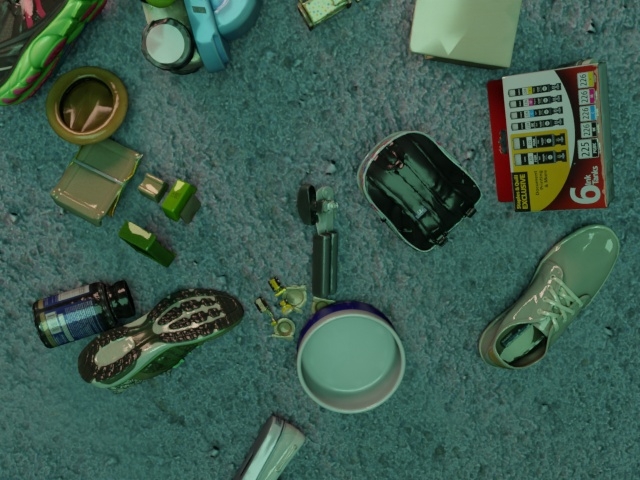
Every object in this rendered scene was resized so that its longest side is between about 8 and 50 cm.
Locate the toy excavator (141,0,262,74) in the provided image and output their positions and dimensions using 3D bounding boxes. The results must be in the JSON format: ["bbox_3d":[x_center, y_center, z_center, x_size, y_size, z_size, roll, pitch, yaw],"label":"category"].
[{"bbox_3d":[-0.191,-0.603,1.495,0.445,0.222,0.432,-14,99,0],"label":"toy excavator"}]

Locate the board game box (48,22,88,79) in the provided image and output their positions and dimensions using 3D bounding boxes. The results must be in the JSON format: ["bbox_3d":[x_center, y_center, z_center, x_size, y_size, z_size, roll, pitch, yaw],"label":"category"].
[{"bbox_3d":[-0.639,-0.504,1.595,0.160,0.047,0.210,36,98,-8],"label":"board game box"}]

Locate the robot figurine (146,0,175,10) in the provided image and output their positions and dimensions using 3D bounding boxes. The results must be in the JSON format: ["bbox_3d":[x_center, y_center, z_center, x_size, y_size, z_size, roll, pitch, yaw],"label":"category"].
[{"bbox_3d":[-0.318,-0.512,1.359,0.101,0.067,0.115,-6,99,-13],"label":"robot figurine"}]

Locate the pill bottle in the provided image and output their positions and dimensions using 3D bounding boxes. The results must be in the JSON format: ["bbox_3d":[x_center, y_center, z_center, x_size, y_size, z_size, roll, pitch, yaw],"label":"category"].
[{"bbox_3d":[-0.570,0.172,1.679,0.219,0.123,0.122,-17,101,-10],"label":"pill bottle"}]

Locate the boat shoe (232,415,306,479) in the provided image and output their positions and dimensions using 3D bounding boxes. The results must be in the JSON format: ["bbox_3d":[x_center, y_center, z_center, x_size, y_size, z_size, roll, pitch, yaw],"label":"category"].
[{"bbox_3d":[-0.145,0.643,1.787,0.156,0.136,0.367,29,90,-9],"label":"boat shoe"}]

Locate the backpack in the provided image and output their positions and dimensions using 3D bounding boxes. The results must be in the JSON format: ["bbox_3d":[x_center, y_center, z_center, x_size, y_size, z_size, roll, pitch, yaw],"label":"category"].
[{"bbox_3d":[0.214,-0.129,1.600,0.253,0.191,0.225,43,95,-15],"label":"backpack"}]

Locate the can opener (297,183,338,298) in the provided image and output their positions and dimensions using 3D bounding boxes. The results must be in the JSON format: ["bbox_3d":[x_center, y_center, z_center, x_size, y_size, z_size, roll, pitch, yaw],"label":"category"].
[{"bbox_3d":[0.000,0.000,1.695,0.093,0.074,0.280,3,101,34],"label":"can opener"}]

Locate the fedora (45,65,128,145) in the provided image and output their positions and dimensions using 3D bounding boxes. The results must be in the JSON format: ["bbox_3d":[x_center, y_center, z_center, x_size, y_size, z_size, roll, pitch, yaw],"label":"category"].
[{"bbox_3d":[-0.537,-0.305,1.608,0.194,0.079,0.194,1,79,-6],"label":"fedora"}]

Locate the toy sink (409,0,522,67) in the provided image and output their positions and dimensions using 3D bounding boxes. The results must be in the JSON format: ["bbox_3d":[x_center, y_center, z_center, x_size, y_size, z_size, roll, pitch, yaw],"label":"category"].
[{"bbox_3d":[0.311,-0.481,1.565,0.234,0.131,0.152,6,101,-6],"label":"toy sink"}]

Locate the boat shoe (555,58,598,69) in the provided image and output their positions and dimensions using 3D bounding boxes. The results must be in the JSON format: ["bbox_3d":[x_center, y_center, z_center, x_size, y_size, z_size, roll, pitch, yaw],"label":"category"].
[{"bbox_3d":[0.610,-0.267,1.642,0.099,0.116,0.319,8,114,42],"label":"boat shoe"}]

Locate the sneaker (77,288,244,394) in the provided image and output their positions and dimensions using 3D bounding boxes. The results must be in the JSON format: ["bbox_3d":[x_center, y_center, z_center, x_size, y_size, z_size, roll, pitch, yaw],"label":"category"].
[{"bbox_3d":[-0.380,0.258,1.718,0.410,0.182,0.158,-23,56,-10],"label":"sneaker"}]

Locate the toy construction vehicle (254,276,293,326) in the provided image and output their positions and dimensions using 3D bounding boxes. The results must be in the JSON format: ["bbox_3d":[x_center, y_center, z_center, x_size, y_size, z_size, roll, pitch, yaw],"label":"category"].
[{"bbox_3d":[-0.114,0.153,1.727,0.086,0.035,0.098,-38,78,8],"label":"toy construction vehicle"}]

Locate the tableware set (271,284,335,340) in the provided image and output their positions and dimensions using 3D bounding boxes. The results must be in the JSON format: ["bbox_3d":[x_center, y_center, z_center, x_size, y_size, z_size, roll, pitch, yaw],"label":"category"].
[{"bbox_3d":[-0.041,0.196,1.748,0.141,0.020,0.168,14,101,-3],"label":"tableware set"}]

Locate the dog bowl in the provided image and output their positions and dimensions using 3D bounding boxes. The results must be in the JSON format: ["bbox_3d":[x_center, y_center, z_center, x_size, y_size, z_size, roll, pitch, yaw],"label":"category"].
[{"bbox_3d":[0.072,0.288,1.713,0.265,0.104,0.264,-1,104,-3],"label":"dog bowl"}]

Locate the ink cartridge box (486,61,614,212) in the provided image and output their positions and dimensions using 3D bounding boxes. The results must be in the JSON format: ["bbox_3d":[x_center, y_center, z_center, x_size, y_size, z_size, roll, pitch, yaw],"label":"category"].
[{"bbox_3d":[0.504,-0.225,1.561,0.272,0.130,0.309,-2,102,31],"label":"ink cartridge box"}]

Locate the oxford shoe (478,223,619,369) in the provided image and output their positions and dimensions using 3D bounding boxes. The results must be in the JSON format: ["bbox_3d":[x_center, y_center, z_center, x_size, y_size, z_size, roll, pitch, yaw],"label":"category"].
[{"bbox_3d":[0.570,0.152,1.690,0.169,0.130,0.449,41,97,-6],"label":"oxford shoe"}]

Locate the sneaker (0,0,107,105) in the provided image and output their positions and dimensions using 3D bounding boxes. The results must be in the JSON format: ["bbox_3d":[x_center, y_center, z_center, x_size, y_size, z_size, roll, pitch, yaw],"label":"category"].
[{"bbox_3d":[-0.603,-0.512,1.477,0.202,0.185,0.483,40,97,-12],"label":"sneaker"}]

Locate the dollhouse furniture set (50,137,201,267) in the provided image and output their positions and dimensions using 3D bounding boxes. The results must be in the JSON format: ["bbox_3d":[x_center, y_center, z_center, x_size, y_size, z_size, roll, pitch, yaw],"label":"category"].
[{"bbox_3d":[-0.462,-0.101,1.667,0.302,0.151,0.197,27,79,12],"label":"dollhouse furniture set"}]

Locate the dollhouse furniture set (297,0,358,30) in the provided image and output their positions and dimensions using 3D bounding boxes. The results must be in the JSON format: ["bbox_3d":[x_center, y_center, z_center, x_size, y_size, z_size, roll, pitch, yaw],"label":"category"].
[{"bbox_3d":[0.014,-0.594,1.555,0.182,0.101,0.161,-30,100,5],"label":"dollhouse furniture set"}]
